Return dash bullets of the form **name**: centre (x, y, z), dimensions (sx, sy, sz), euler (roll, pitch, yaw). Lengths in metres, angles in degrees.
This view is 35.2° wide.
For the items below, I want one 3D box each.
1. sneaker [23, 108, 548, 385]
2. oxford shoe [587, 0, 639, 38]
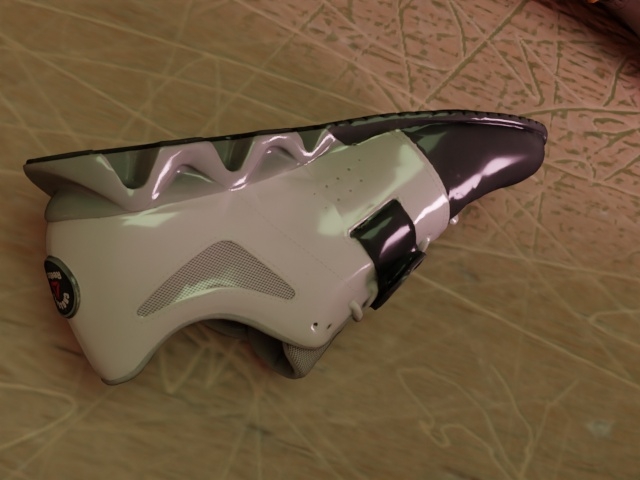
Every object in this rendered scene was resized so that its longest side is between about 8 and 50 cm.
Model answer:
- **sneaker**: centre (0.000, 0.000, 0.601), dimensions (0.330, 0.122, 0.146), euler (-12, 95, -27)
- **oxford shoe**: centre (0.204, -0.229, 0.773), dimensions (0.132, 0.130, 0.364), euler (-35, 96, 4)
